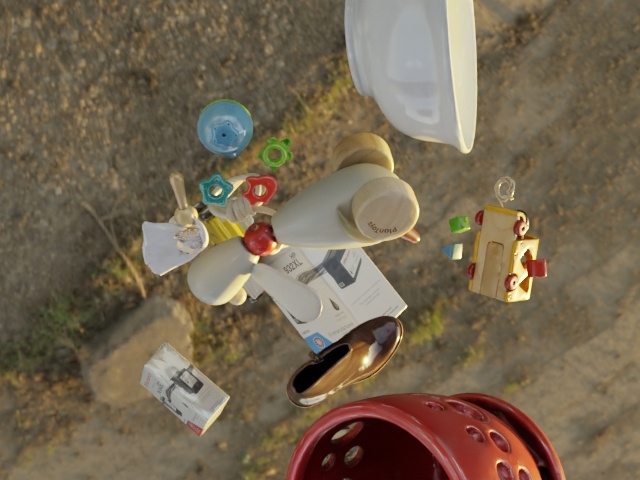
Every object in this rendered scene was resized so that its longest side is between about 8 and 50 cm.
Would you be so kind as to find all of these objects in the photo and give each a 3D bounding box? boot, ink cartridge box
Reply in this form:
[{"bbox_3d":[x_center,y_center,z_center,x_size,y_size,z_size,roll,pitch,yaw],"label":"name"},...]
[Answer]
[{"bbox_3d":[0.051,0.202,1.728,0.248,0.090,0.207,-35,170,-10],"label":"boot"},{"bbox_3d":[-0.243,0.264,1.776,0.063,0.150,0.109,-47,173,-28],"label":"ink cartridge box"},{"bbox_3d":[-0.003,0.080,2.095,0.129,0.307,0.223,-40,-177,-32],"label":"ink cartridge box"}]

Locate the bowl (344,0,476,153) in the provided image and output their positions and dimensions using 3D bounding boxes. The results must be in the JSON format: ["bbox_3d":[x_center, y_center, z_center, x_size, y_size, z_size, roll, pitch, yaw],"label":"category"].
[{"bbox_3d":[0.110,-0.251,1.229,0.134,0.297,0.298,-3,137,14],"label":"bowl"}]

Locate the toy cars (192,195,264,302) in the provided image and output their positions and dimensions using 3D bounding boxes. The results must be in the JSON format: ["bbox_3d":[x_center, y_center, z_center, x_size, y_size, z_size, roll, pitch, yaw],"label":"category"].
[{"bbox_3d":[-0.165,0.011,1.983,0.087,0.176,0.393,-38,156,-12],"label":"toy cars"}]

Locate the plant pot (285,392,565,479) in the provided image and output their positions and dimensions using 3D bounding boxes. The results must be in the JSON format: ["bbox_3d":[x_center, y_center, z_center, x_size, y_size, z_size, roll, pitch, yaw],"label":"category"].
[{"bbox_3d":[0.095,0.212,0.809,0.174,0.191,0.191,-3,134,-47],"label":"plant pot"}]

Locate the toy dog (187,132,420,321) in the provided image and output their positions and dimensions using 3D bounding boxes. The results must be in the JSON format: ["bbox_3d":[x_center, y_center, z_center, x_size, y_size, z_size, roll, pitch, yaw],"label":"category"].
[{"bbox_3d":[0.000,0.000,1.352,0.334,0.220,0.161,-17,131,29],"label":"toy dog"}]

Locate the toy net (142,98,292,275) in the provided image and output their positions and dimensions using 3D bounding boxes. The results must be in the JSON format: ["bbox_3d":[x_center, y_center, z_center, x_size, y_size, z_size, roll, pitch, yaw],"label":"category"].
[{"bbox_3d":[-0.134,-0.053,1.233,0.122,0.045,0.232,29,107,-14],"label":"toy net"}]

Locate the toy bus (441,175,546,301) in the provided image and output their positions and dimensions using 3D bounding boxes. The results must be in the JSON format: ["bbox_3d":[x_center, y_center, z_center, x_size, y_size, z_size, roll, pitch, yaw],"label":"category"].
[{"bbox_3d":[0.341,0.012,1.822,0.104,0.191,0.202,-2,150,-44],"label":"toy bus"}]

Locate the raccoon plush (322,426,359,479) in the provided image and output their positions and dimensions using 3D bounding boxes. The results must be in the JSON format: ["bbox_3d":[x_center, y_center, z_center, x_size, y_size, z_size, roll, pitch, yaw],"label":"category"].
[{"bbox_3d":[0.091,0.447,1.230,0.216,0.446,0.299,-17,154,-32],"label":"raccoon plush"}]
